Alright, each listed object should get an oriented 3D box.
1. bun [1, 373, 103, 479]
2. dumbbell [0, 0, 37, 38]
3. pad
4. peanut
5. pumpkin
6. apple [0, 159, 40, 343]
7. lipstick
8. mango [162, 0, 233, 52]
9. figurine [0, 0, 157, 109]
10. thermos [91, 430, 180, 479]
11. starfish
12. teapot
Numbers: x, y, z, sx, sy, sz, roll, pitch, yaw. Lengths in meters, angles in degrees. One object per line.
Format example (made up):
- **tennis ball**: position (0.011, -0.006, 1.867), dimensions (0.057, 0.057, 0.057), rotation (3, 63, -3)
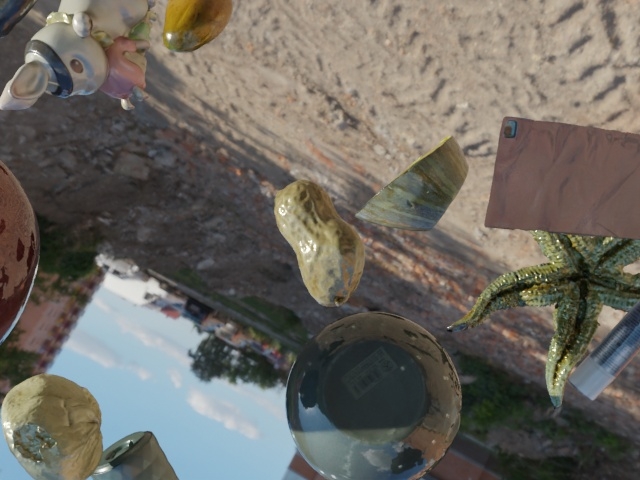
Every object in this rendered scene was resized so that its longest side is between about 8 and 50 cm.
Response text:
- **bun**: position (-0.475, 0.346, 1.176), dimensions (0.220, 0.134, 0.220), rotation (56, 174, 9)
- **dumbbell**: position (-0.384, -0.308, 0.610), dimensions (0.192, 0.192, 0.290), rotation (26, 178, 16)
- **pad**: position (0.261, -0.061, 0.653), dimensions (0.188, 0.113, 0.006), rotation (4, -168, -13)
- **peanut**: position (0.009, -0.001, 1.413), dimensions (0.291, 0.159, 0.143), rotation (65, -157, 4)
- **pumpkin**: position (0.169, -0.081, 1.081), dimensions (0.110, 0.217, 0.217), rotation (45, 170, 4)
- **apple**: position (-0.416, 0.018, 0.561), dimensions (0.306, 0.305, 0.235), rotation (33, 136, -20)
- **lipstick**: position (0.353, 0.125, 0.752), dimensions (0.040, 0.141, 0.040), rotation (36, -168, -9)
- **mango**: position (-0.210, -0.389, 1.096), dimensions (0.115, 0.165, 0.089), rotation (-10, 135, 11)
- **figurine**: position (-0.179, -0.150, 0.507), dimensions (0.098, 0.146, 0.081), rotation (19, 153, -14)
- **thermos**: position (-0.363, 0.558, 1.324), dimensions (0.286, 0.182, 0.145), rotation (65, 172, -8)
- **starfish**: position (0.371, 0.063, 0.863), dimensions (0.358, 0.347, 0.078), rotation (24, -173, 2)
- **teapot**: position (0.057, 0.192, 0.727), dimensions (0.183, 0.183, 0.251), rotation (26, 160, 13)
